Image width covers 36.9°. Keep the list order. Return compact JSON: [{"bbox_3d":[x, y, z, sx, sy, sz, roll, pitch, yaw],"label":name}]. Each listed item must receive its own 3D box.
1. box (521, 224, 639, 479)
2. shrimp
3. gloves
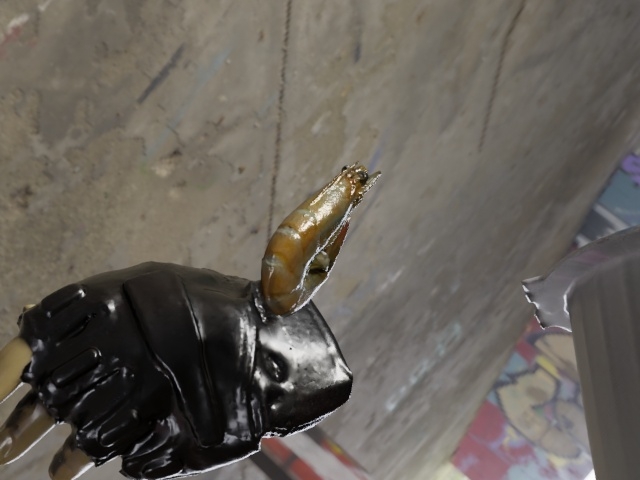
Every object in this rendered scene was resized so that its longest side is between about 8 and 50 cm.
[{"bbox_3d":[0.307,0.114,0.687,0.262,0.206,0.291,13,152,-23],"label":"box"},{"bbox_3d":[0.000,0.000,0.517,0.108,0.023,0.059,-46,142,-40],"label":"shrimp"},{"bbox_3d":[-0.106,0.079,0.576,0.203,0.164,0.124,-7,123,-36],"label":"gloves"}]
